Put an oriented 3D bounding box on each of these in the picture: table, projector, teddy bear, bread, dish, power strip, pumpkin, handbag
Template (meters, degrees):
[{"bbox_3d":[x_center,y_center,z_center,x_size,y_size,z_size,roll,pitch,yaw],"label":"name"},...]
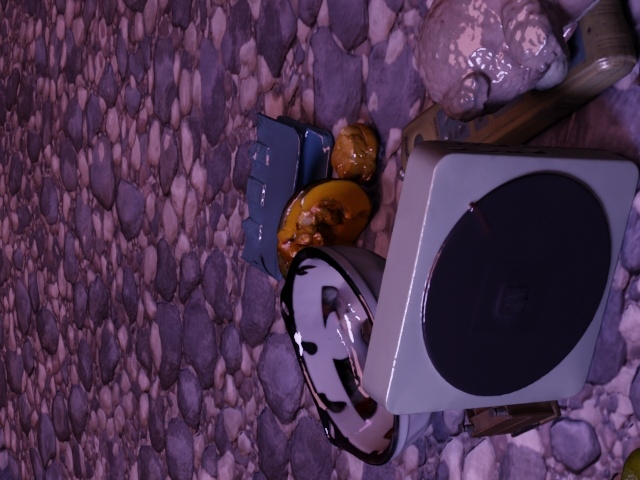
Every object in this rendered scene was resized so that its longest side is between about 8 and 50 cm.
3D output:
[{"bbox_3d":[0.196,0.173,1.272,0.083,0.082,0.070,-40,56,52],"label":"table"},{"bbox_3d":[0.174,0.034,1.141,0.079,0.257,0.259,34,118,52],"label":"projector"},{"bbox_3d":[0.193,-0.231,1.099,0.236,0.151,0.267,-81,13,-57],"label":"teddy bear"},{"bbox_3d":[0.046,-0.115,1.552,0.081,0.046,0.083,1,93,64],"label":"bread"},{"bbox_3d":[0.068,0.125,1.411,0.303,0.120,0.303,49,148,44],"label":"dish"},{"bbox_3d":[0.193,-0.146,1.293,0.387,0.066,0.092,-36,58,53],"label":"power strip"},{"bbox_3d":[0.000,0.000,1.561,0.107,0.119,0.184,-144,58,-65],"label":"pumpkin"},{"bbox_3d":[-0.056,-0.063,1.709,0.179,0.062,0.229,27,113,59],"label":"handbag"}]

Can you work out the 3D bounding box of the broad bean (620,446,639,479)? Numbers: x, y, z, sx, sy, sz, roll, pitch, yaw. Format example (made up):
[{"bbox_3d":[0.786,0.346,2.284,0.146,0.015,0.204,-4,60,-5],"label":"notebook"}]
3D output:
[{"bbox_3d":[0.284,0.283,1.160,0.052,0.052,0.256,40,128,18],"label":"broad bean"}]
